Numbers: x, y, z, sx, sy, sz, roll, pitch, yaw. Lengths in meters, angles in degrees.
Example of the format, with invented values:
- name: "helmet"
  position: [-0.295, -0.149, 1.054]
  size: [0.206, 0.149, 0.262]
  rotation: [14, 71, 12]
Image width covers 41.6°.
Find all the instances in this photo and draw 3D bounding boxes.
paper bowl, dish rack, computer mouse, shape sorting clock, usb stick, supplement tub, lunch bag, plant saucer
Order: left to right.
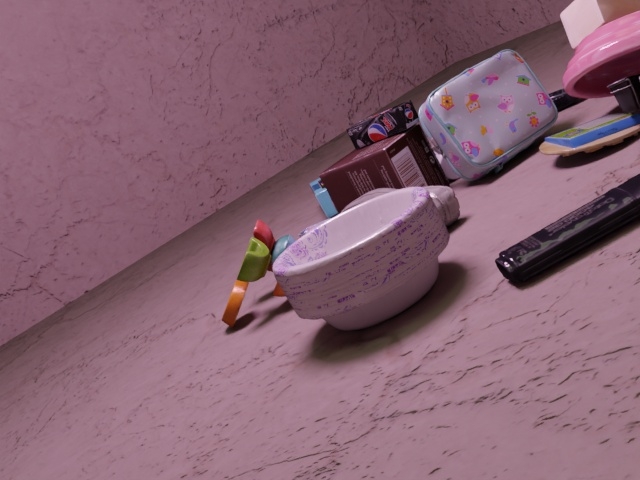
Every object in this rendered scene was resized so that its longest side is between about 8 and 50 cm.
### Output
- name: "lunch bag"
  position: [0.000, 0.000, 1.908]
  size: [0.083, 0.071, 0.053]
  rotation: [-21, 18, 26]
- name: "paper bowl"
  position: [0.077, 0.039, 1.368]
  size: [0.284, 0.148, 0.284]
  rotation: [-28, 11, 6]
- name: "supplement tub"
  position: [0.295, -0.180, 1.986]
  size: [0.071, 0.071, 0.107]
  rotation: [-31, 11, -9]
- name: "lunch bag"
  position: [0.364, -0.266, 1.836]
  size: [0.279, 0.224, 0.108]
  rotation: [-32, -5, -18]
- name: "computer mouse"
  position: [0.651, -0.363, 2.041]
  size: [0.242, 0.041, 0.071]
  rotation: [-16, 14, 24]
- name: "usb stick"
  position: [0.378, -0.023, 1.184]
  size: [0.278, 0.045, 0.077]
  rotation: [-29, 19, -2]
- name: "shape sorting clock"
  position: [0.522, -0.201, 1.609]
  size: [0.206, 0.040, 0.206]
  rotation: [-19, 9, 3]
- name: "plant saucer"
  position: [0.640, -0.377, 1.661]
  size: [0.332, 0.084, 0.332]
  rotation: [-12, -9, -2]
- name: "dish rack"
  position: [0.680, -0.309, 1.539]
  size: [0.271, 0.074, 0.208]
  rotation: [-22, 2, 30]

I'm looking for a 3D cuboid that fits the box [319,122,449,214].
- name: "box"
  position: [0.145, -0.136, 1.903]
  size: [0.203, 0.168, 0.167]
  rotation: [-18, 16, 42]

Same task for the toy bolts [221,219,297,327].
- name: "toy bolts"
  position: [-0.091, 0.080, 1.754]
  size: [0.228, 0.158, 0.218]
  rotation: [-79, 10, -63]

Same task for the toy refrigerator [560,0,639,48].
- name: "toy refrigerator"
  position: [0.641, -0.455, 1.734]
  size: [0.269, 0.094, 0.102]
  rotation: [-7, -17, -26]

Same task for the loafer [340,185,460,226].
- name: "loafer"
  position: [0.136, -0.048, 1.694]
  size: [0.111, 0.112, 0.319]
  rotation: [-27, 9, -37]

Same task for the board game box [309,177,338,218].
- name: "board game box"
  position: [0.140, -0.192, 2.380]
  size: [0.336, 0.079, 0.254]
  rotation: [-29, 12, 2]

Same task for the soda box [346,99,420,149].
- name: "soda box"
  position: [0.139, -0.259, 1.894]
  size: [0.169, 0.053, 0.060]
  rotation: [-17, 14, 49]
